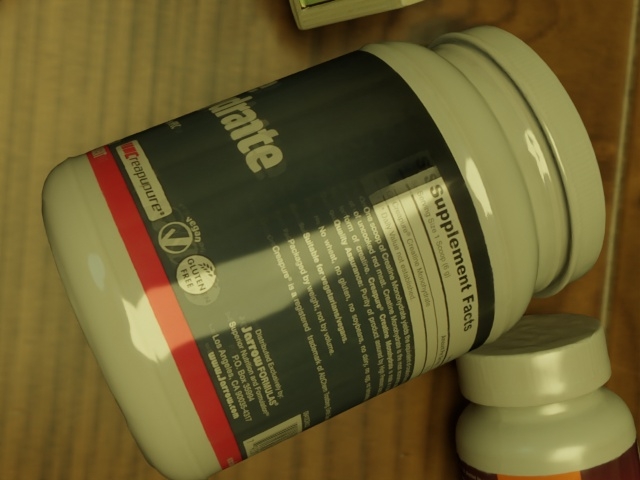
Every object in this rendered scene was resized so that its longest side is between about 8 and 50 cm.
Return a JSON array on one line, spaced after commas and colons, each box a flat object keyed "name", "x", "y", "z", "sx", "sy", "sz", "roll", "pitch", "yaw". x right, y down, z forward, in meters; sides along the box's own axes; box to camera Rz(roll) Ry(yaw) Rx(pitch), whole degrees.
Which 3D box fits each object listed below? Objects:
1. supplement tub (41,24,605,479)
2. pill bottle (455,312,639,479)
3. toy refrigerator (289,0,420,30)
[{"name": "supplement tub", "x": 0.000, "y": 0.000, "z": 0.476, "sx": 0.272, "sy": 0.191, "sz": 0.191, "roll": -23, "pitch": 99, "yaw": -13}, {"name": "pill bottle", "x": 0.160, "y": 0.170, "z": 0.565, "sx": 0.121, "sy": 0.121, "sz": 0.221, "roll": -13, "pitch": 97, "yaw": -14}, {"name": "toy refrigerator", "x": 0.006, "y": -0.269, "z": 0.474, "sx": 0.094, "sy": 0.102, "sz": 0.270, "roll": -29, "pitch": 112, "yaw": -33}]
